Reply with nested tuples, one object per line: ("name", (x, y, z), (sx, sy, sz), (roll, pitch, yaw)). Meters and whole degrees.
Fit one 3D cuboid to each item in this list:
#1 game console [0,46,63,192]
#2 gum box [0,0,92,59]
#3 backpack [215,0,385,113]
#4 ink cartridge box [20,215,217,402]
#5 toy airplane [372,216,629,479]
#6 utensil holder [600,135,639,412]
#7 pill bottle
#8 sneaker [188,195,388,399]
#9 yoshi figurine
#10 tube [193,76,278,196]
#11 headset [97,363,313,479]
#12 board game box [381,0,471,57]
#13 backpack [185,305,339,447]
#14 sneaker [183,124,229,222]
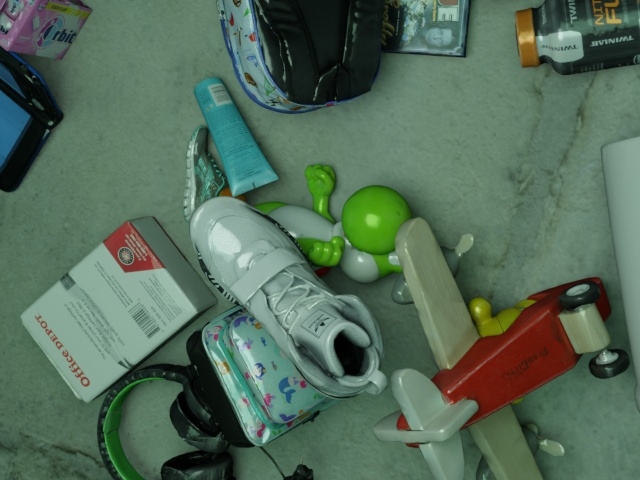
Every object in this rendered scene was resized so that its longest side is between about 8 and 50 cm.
("game console", (-0.617, -0.262, 1.704), (0.293, 0.250, 0.173), (38, 76, 8))
("gum box", (-0.476, -0.372, 1.642), (0.062, 0.188, 0.107), (38, 103, 8))
("backpack", (-0.033, -0.327, 1.498), (0.276, 0.213, 0.264), (-9, 88, -25))
("ink cartridge box", (-0.350, 0.119, 1.695), (0.273, 0.114, 0.197), (-39, 86, 14))
("toy airplane", (0.234, 0.196, 1.476), (0.384, 0.272, 0.386), (18, 86, -21))
("utensil holder", (0.574, 0.028, 1.349), (0.327, 0.327, 0.386), (-9, 91, 15))
("pill bottle", (0.416, -0.318, 1.453), (0.245, 0.130, 0.131), (-7, 93, 15))
("sneaker", (-0.037, 0.078, 1.359), (0.137, 0.210, 0.366), (-41, 96, -11))
("yoshi figurine", (-0.001, -0.025, 1.558), (0.362, 0.203, 0.204), (4, 90, 11))
("tube", (-0.147, -0.174, 1.619), (0.080, 0.052, 0.207), (-25, 71, -4))
("headset", (-0.203, 0.355, 1.644), (0.394, 0.185, 0.244), (12, 98, 13))
("board game box", (0.160, -0.419, 1.553), (0.165, 0.042, 0.243), (6, 97, 13))
("backpack", (-0.058, 0.186, 1.558), (0.191, 0.253, 0.225), (-32, 83, 56))
("sneaker", (-0.192, -0.112, 1.670), (0.076, 0.065, 0.167), (3, 100, -3))
